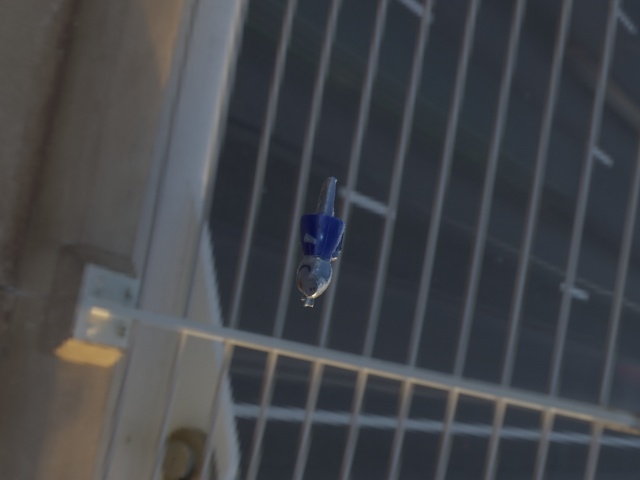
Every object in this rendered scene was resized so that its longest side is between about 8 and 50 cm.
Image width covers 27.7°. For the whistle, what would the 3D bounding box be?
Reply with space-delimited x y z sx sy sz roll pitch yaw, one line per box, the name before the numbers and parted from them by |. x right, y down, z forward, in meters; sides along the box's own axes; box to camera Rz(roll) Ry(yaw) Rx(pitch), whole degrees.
whistle | 0.000 0.000 0.808 0.033 0.029 0.083 137 -36 -69
